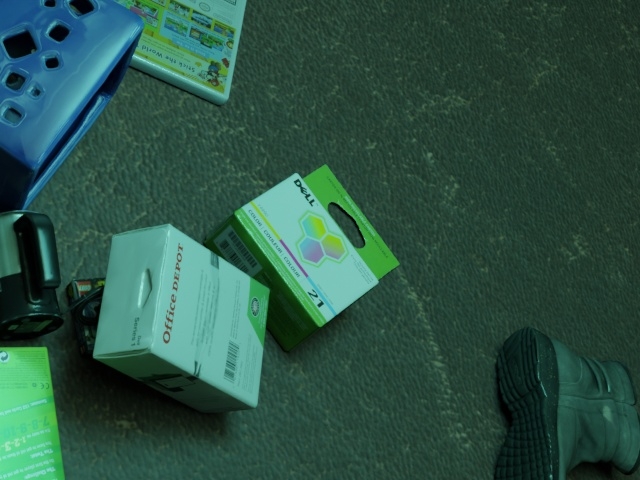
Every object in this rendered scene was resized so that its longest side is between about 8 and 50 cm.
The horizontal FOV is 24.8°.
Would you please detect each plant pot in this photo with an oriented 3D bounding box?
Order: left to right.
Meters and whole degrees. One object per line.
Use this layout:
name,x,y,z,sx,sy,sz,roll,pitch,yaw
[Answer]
plant pot,-0.369,-0.191,1.708,0.212,0.236,0.236,35,68,-5

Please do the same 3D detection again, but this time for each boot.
boot,0.363,0.294,2.033,0.223,0.118,0.338,23,59,-28

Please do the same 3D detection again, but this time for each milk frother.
milk frother,-0.319,0.038,1.721,0.143,0.129,0.135,13,58,-52

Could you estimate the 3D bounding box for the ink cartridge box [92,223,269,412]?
ink cartridge box,-0.161,0.097,1.731,0.219,0.092,0.160,37,52,-50

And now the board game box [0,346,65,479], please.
board game box,-0.352,0.245,1.632,0.124,0.039,0.259,2,62,-32

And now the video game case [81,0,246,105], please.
video game case,-0.217,-0.315,2.035,0.227,0.026,0.206,23,55,-23

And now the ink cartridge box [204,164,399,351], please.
ink cartridge box,0.000,0.000,1.959,0.255,0.097,0.189,-35,87,-40

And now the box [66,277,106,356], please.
box,-0.238,0.091,1.796,0.137,0.027,0.094,-1,67,-34
